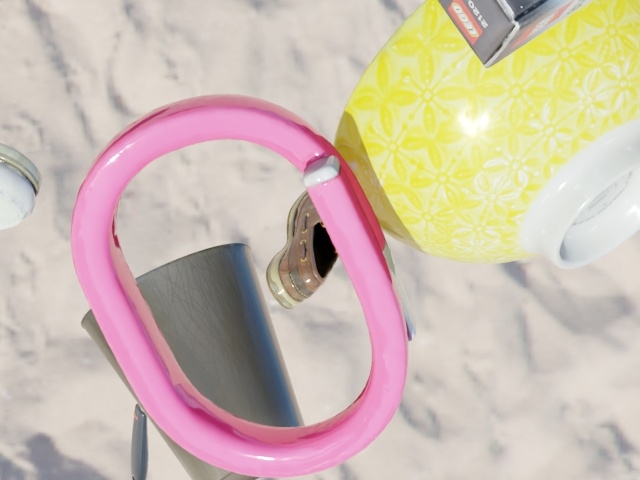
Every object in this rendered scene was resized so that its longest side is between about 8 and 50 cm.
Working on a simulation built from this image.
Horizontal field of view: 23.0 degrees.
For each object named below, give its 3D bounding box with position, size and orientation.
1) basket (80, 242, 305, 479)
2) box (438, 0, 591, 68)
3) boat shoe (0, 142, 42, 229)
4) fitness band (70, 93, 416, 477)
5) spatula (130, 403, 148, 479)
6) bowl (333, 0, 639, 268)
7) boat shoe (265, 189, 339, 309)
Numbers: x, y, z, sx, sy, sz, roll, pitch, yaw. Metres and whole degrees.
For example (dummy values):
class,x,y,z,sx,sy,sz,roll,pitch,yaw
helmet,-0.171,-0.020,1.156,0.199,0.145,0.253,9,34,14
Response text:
class,x,y,z,sx,sy,sz,roll,pitch,yaw
basket,-0.119,0.146,1.690,0.204,0.154,0.227,-23,73,-15
box,0.032,-0.161,0.408,0.114,0.036,0.207,-34,86,-12
boat shoe,-0.376,-0.020,1.318,0.113,0.302,0.103,60,34,-49
fitness band,-0.053,0.038,1.105,0.054,0.209,0.291,-83,151,-65
spatula,-0.209,0.185,1.935,0.030,0.084,0.297,-1,120,-26
bowl,0.169,-0.074,1.147,0.289,0.289,0.156,-9,51,-44
boat shoe,0.000,0.000,1.614,0.064,0.060,0.178,52,34,-22
